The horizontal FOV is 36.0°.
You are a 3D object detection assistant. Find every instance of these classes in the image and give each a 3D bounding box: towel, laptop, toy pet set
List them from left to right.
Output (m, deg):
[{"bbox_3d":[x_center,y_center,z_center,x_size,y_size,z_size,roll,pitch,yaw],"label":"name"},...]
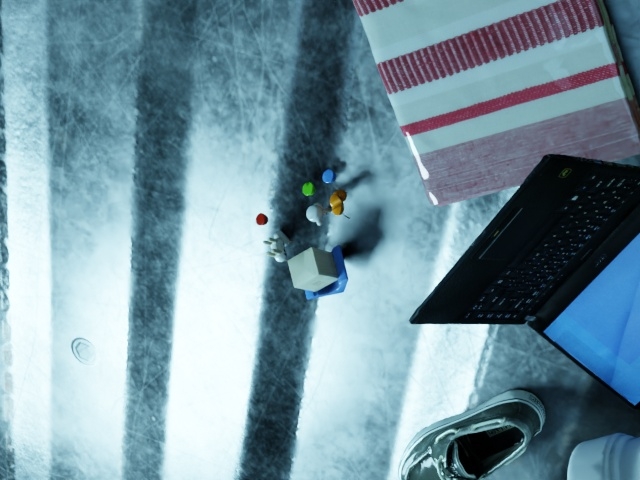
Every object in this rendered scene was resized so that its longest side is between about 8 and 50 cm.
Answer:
[{"bbox_3d":[0.000,0.000,1.126,0.122,0.065,0.114,-29,63,32],"label":"toy pet set"},{"bbox_3d":[0.154,-0.207,0.945,0.237,0.037,0.328,-13,105,34],"label":"towel"},{"bbox_3d":[0.267,0.054,0.949,0.234,0.264,0.136,-55,46,35],"label":"laptop"}]

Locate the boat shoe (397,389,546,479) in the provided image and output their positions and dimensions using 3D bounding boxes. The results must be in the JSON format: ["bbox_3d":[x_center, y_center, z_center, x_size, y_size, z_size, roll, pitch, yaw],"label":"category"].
[{"bbox_3d":[0.162,0.245,1.140,0.078,0.070,0.219,47,126,0],"label":"boat shoe"}]

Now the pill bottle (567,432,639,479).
[{"bbox_3d":[0.429,0.227,0.899,0.363,0.210,0.210,-23,102,32],"label":"pill bottle"}]
